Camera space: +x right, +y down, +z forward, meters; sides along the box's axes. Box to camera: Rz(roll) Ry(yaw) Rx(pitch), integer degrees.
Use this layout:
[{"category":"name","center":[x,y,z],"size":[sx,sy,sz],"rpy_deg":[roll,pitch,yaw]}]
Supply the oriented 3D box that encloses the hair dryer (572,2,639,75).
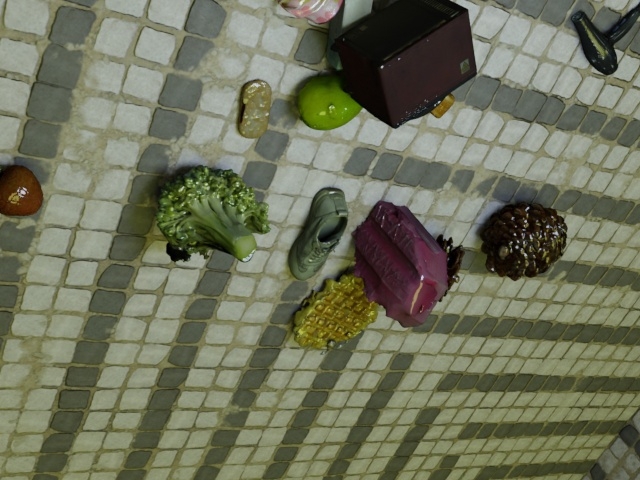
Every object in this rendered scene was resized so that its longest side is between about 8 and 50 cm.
[{"category":"hair dryer","center":[0.737,-0.545,2.036],"size":[0.219,0.075,0.195],"rpy_deg":[-46,125,-1]}]

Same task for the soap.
[{"category":"soap","center":[0.200,0.059,2.064],"size":[0.127,0.325,0.220],"rpy_deg":[21,113,-34]}]

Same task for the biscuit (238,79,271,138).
[{"category":"biscuit","center":[-0.145,-0.288,1.805],"size":[0.071,0.018,0.147],"rpy_deg":[-9,129,-25]}]

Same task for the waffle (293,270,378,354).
[{"category":"waffle","center":[0.051,0.195,2.286],"size":[0.280,0.060,0.262],"rpy_deg":[-15,129,-18]}]

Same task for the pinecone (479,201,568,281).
[{"category":"pinecone","center":[0.576,-0.005,2.287],"size":[0.272,0.224,0.224],"rpy_deg":[-19,137,-40]}]

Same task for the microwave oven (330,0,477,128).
[{"category":"microwave oven","center":[0.180,-0.379,1.706],"size":[0.247,0.178,0.188],"rpy_deg":[-35,140,-12]}]

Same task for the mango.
[{"category":"mango","center":[0.033,-0.311,1.823],"size":[0.178,0.100,0.119],"rpy_deg":[-24,132,-19]}]

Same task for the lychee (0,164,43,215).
[{"category":"lychee","center":[-0.630,-0.100,1.648],"size":[0.114,0.101,0.140],"rpy_deg":[-42,141,23]}]

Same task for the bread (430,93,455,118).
[{"category":"bread","center":[0.262,-0.348,1.945],"size":[0.132,0.053,0.074],"rpy_deg":[26,116,-40]}]

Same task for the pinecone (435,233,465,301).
[{"category":"pinecone","center":[0.291,0.066,2.221],"size":[0.208,0.208,0.207],"rpy_deg":[-14,132,-17]}]

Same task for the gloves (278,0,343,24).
[{"category":"gloves","center":[-0.056,-0.530,1.583],"size":[0.145,0.126,0.241],"rpy_deg":[-44,140,15]}]

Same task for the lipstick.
[{"category":"lipstick","center":[0.067,-0.513,1.694],"size":[0.068,0.066,0.317],"rpy_deg":[-10,131,-21]}]

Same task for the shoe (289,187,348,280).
[{"category":"shoe","center":[0.000,0.000,2.069],"size":[0.103,0.098,0.275],"rpy_deg":[4,126,-25]}]

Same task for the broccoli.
[{"category":"broccoli","center":[-0.227,-0.028,1.820],"size":[0.247,0.243,0.263],"rpy_deg":[-54,137,2]}]
